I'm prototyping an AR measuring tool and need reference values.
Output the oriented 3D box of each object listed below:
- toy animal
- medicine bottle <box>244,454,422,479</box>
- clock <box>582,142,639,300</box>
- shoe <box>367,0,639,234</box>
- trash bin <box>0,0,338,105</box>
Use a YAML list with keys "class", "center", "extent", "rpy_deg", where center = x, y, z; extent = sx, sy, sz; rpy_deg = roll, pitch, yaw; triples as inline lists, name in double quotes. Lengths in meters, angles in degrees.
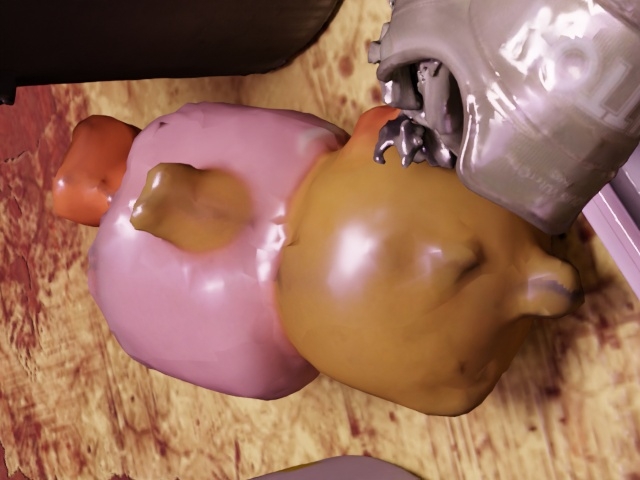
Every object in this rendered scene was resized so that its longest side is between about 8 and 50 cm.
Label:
- class: "toy animal"
  center: [0.002, 0.004, 0.690]
  extent: [0.281, 0.195, 0.169]
  rpy_deg: [-1, 85, 30]
- class: "medicine bottle"
  center: [-0.078, 0.244, 0.681]
  extent: [0.208, 0.339, 0.208]
  rpy_deg: [7, 100, 45]
- class: "clock"
  center: [0.199, -0.058, 0.558]
  extent: [0.197, 0.063, 0.150]
  rpy_deg: [-46, 63, 38]
- class: "shoe"
  center: [0.057, -0.107, 0.595]
  extent: [0.149, 0.109, 0.293]
  rpy_deg: [-56, 32, 11]
- class: "trash bin"
  center: [-0.145, -0.181, 0.724]
  extent: [0.203, 0.301, 0.252]
  rpy_deg: [-12, 88, 45]
